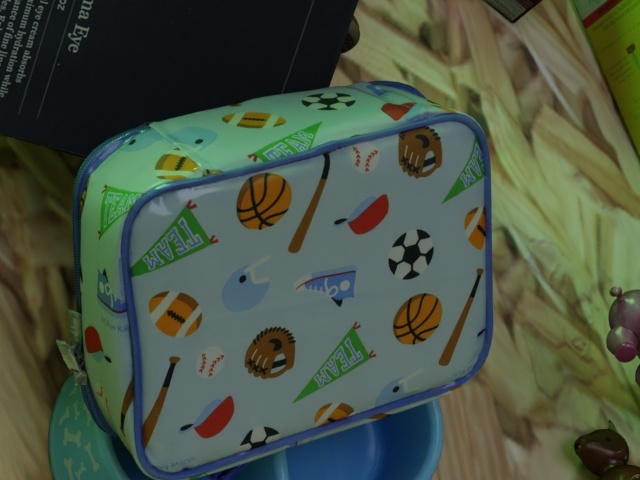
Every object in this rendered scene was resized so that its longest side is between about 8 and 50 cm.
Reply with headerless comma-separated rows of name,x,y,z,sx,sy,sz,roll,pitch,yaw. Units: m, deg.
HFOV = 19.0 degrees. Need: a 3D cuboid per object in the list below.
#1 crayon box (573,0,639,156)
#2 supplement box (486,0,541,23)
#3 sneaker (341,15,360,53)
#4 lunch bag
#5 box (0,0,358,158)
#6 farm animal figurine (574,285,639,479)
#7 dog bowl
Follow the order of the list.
crayon box,0.314,-0.183,1.592,0.081,0.202,0.318,-16,79,-28
supplement box,0.179,-0.229,1.614,0.043,0.083,0.055,39,61,-9
sneaker,-0.045,-0.218,1.520,0.188,0.066,0.071,26,62,-14
lunch bag,-0.028,0.030,1.283,0.303,0.115,0.243,-14,118,-26
box,-0.132,-0.234,1.333,0.312,0.179,0.343,16,103,-18
farm animal figurine,0.350,0.103,1.475,0.327,0.330,0.172,15,26,-7
dog bowl,-0.044,0.140,1.385,0.297,0.074,0.166,1,71,-25
